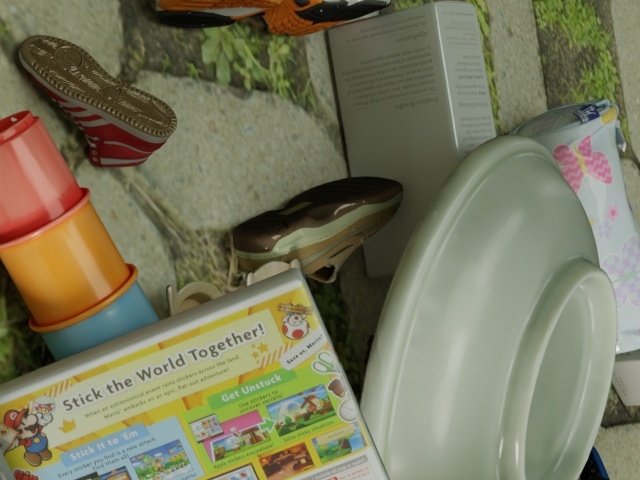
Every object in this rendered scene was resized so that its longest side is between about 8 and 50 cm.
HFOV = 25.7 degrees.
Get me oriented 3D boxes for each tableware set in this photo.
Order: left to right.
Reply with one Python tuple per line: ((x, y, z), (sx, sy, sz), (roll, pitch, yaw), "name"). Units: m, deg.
((-0.063, 0.090, 1.051), (0.169, 0.020, 0.141), (-7, 98, -42), "tableware set")

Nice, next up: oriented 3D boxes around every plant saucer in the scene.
((0.166, 0.116, 1.172), (0.400, 0.100, 0.400), (-32, 129, -52), "plant saucer")

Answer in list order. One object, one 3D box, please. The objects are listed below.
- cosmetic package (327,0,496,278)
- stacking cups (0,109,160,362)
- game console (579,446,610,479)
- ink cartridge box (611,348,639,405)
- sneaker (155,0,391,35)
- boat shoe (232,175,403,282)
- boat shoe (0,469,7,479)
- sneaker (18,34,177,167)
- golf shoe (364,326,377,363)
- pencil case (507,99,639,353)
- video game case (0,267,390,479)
((0.090, -0.089, 1.248), (0.085, 0.117, 0.231), (-12, 94, -55), "cosmetic package")
((-0.136, 0.062, 0.932), (0.096, 0.096, 0.316), (-45, 118, -48), "stacking cups")
((0.238, 0.385, 1.422), (0.250, 0.173, 0.293), (-56, 134, -82), "game console")
((0.454, 0.112, 1.595), (0.078, 0.231, 0.134), (58, 42, -28), "ink cartridge box")
((-0.035, -0.237, 1.133), (0.262, 0.099, 0.121), (-5, 82, -55), "sneaker")
((0.000, 0.000, 1.162), (0.190, 0.068, 0.072), (-23, 114, -42), "boat shoe")
((-0.191, 0.211, 0.875), (0.040, 0.049, 0.142), (-25, 108, -18), "boat shoe")
((-0.163, -0.093, 0.980), (0.118, 0.067, 0.042), (32, 55, -10), "sneaker")
((0.079, 0.166, 1.220), (0.086, 0.067, 0.186), (34, 56, -46), "golf shoe")
((0.289, -0.013, 1.499), (0.124, 0.113, 0.273), (-24, 104, -30), "pencil case")
((-0.080, 0.150, 0.903), (0.026, 0.227, 0.206), (-102, 169, -72), "video game case")
